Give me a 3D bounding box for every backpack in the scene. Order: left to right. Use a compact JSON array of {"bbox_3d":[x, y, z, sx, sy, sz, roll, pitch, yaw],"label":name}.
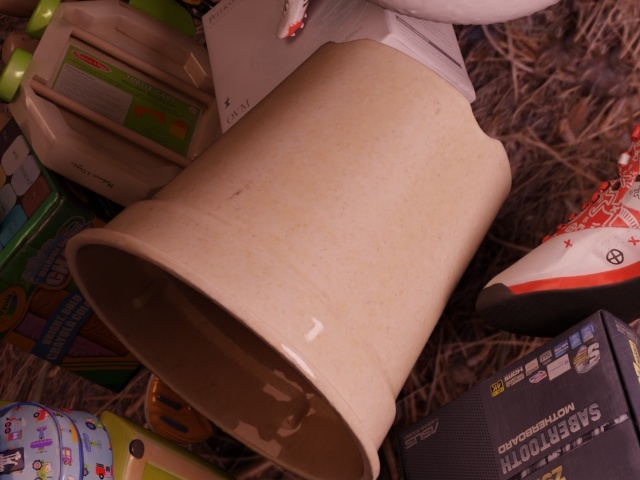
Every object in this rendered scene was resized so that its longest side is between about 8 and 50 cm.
[{"bbox_3d":[-0.272,0.213,1.558,0.173,0.117,0.158,-18,57,20],"label":"backpack"}]

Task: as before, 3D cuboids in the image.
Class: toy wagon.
[{"bbox_3d":[-0.194,-0.171,1.914,0.068,0.267,0.344,-54,15,37],"label":"toy wagon"}]

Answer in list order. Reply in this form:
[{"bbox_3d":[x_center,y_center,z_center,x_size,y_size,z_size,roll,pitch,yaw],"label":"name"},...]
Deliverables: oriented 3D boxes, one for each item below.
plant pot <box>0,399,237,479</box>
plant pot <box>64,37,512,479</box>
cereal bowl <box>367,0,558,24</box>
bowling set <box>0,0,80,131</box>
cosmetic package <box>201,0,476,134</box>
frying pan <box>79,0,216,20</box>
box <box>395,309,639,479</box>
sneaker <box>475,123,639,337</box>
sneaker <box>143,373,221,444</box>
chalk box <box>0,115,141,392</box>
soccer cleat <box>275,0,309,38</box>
[{"bbox_3d":[-0.213,0.286,1.694,0.207,0.228,0.227,-8,60,37],"label":"plant pot"},{"bbox_3d":[0.000,0.000,1.577,0.334,0.334,0.305,14,59,50],"label":"plant pot"},{"bbox_3d":[0.114,-0.319,1.686,0.141,0.339,0.339,103,161,-47],"label":"cereal bowl"},{"bbox_3d":[-0.340,-0.168,2.201,0.200,0.154,0.287,-57,36,34],"label":"bowling set"},{"bbox_3d":[0.012,-0.189,1.814,0.224,0.138,0.225,-37,43,25],"label":"cosmetic package"},{"bbox_3d":[-0.226,-0.359,2.181,0.326,0.053,0.197,4,110,47],"label":"frying pan"},{"bbox_3d":[0.176,0.191,1.459,0.232,0.059,0.183,-35,46,28],"label":"box"},{"bbox_3d":[0.253,-0.016,1.487,0.270,0.090,0.145,-19,53,34],"label":"sneaker"},{"bbox_3d":[-0.082,0.069,1.773,0.296,0.112,0.131,-50,6,-13],"label":"sneaker"},{"bbox_3d":[-0.295,0.003,1.898,0.179,0.289,0.180,-49,40,12],"label":"chalk box"},{"bbox_3d":[-0.024,-0.236,1.742,0.083,0.035,0.029,-55,39,5],"label":"soccer cleat"}]
